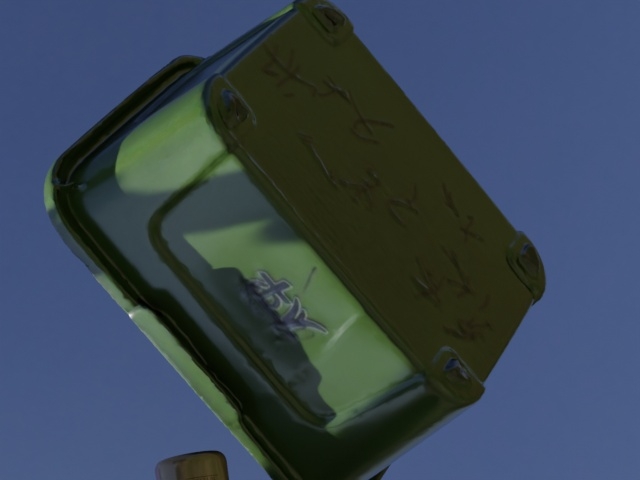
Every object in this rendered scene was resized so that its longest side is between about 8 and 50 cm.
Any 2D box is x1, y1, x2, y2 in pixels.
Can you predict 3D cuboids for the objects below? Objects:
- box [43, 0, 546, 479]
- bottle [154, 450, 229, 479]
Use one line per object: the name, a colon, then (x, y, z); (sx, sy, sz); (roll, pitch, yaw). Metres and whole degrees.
box: (0.000, 0.000, 1.241); (0.328, 0.178, 0.253); (51, -144, -10)
bottle: (-0.073, 0.179, 1.064); (0.045, 0.045, 0.096); (8, -114, -52)
